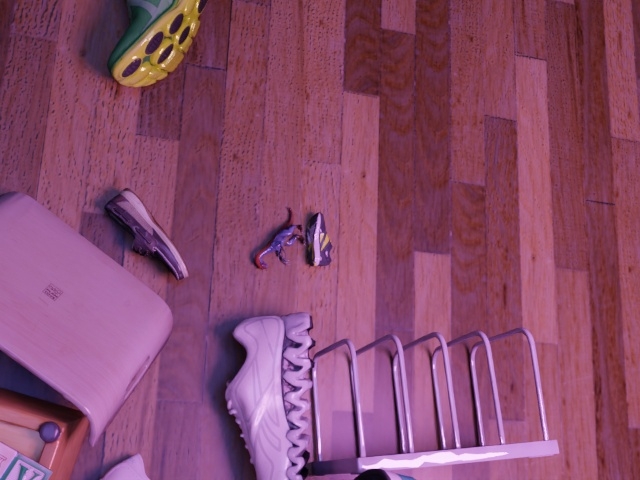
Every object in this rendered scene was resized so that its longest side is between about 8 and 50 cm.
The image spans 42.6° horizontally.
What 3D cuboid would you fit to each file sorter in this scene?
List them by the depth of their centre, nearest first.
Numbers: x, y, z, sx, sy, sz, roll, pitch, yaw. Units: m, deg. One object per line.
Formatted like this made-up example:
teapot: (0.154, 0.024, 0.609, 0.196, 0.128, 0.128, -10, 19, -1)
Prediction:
file sorter: (0.140, 0.220, 1.119, 0.278, 0.193, 0.173, -1, 74, -18)

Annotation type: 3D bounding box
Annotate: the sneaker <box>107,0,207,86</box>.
sneaker: (-0.241, -0.352, 1.205, 0.123, 0.109, 0.295, 19, 71, 12)

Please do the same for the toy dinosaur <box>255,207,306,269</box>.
toy dinosaur: (-0.062, 0.007, 1.201, 0.082, 0.047, 0.090, -19, 49, -13)

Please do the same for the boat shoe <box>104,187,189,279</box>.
boat shoe: (-0.239, -0.001, 1.130, 0.049, 0.056, 0.152, -36, 79, -18)

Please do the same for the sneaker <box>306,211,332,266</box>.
sneaker: (0.000, 0.000, 1.220, 0.035, 0.031, 0.083, 10, 77, -29)

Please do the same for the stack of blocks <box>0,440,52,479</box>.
stack of blocks: (-0.435, 0.208, 0.861, 0.297, 0.087, 0.171, 33, 68, -8)

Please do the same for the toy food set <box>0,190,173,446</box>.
toy food set: (-0.349, 0.090, 1.020, 0.306, 0.092, 0.220, 39, 33, -6)

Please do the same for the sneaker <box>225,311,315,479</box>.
sneaker: (-0.069, 0.242, 1.102, 0.118, 0.110, 0.292, 2, 75, 1)

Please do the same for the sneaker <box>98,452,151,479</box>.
sneaker: (-0.190, 0.364, 1.040, 0.212, 0.080, 0.094, 49, 56, 0)

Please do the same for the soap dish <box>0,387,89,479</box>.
soap dish: (-0.445, 0.271, 0.954, 0.291, 0.118, 0.229, 20, 71, -13)

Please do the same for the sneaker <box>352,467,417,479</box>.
sneaker: (0.069, 0.393, 1.031, 0.178, 0.295, 0.124, 21, 38, -27)
